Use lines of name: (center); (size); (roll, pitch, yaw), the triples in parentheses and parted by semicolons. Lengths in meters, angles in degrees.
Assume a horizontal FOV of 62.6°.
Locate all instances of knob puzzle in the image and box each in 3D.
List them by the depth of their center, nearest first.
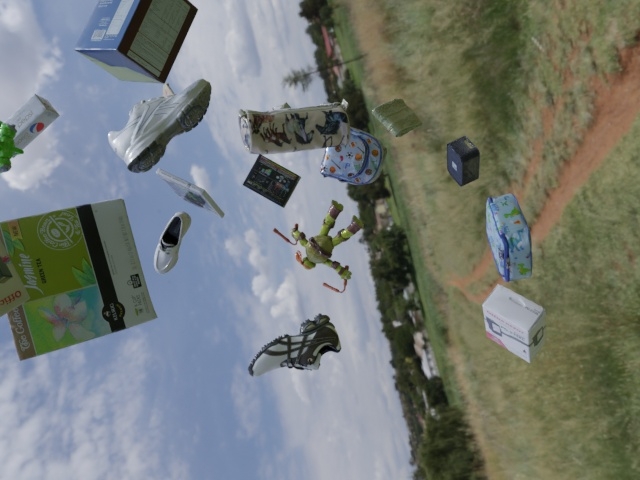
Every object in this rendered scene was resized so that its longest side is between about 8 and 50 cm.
knob puzzle: (-0.597, -0.542, 2.121); (0.213, 0.030, 0.213); (46, 144, 48)

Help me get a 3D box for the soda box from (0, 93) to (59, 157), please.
soda box: (-0.960, -0.369, 1.704); (0.074, 0.216, 0.069); (50, -177, 9)

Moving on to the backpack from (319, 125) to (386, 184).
backpack: (0.144, -0.365, 2.281); (0.213, 0.263, 0.277); (-44, -31, -70)

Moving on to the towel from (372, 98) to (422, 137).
towel: (0.210, -0.335, 1.425); (0.110, 0.027, 0.148); (48, -135, 10)

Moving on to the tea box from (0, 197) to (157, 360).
tea box: (-0.635, 0.098, 1.356); (0.220, 0.323, 0.329); (-19, 88, 64)

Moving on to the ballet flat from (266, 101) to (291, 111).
ballet flat: (-0.199, -0.535, 2.222); (0.052, 0.168, 0.057); (57, -156, -26)

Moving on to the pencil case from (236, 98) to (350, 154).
pencil case: (-0.098, -0.416, 1.923); (0.160, 0.410, 0.184); (-120, 26, -52)

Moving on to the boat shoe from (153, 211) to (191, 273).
boat shoe: (-0.583, 0.014, 2.037); (0.096, 0.268, 0.088); (31, -169, 2)

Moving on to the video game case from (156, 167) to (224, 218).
video game case: (-0.398, -0.142, 1.627); (0.022, 0.173, 0.190); (-61, -17, -14)

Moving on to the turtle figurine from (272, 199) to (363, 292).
turtle figurine: (0.000, 0.000, 1.427); (0.269, 0.217, 0.087); (42, -160, 14)

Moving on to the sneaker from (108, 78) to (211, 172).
sneaker: (-0.388, -0.303, 1.281); (0.129, 0.297, 0.111); (41, 163, 8)

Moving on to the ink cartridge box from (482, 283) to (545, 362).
ink cartridge box: (0.636, 0.274, 1.727); (0.172, 0.100, 0.237); (32, 161, 37)

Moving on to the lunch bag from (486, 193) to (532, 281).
lunch bag: (0.519, -0.005, 1.456); (0.219, 0.090, 0.176); (-90, -16, -45)

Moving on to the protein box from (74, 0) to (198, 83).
protein box: (-0.431, -0.495, 1.233); (0.136, 0.199, 0.201); (31, -101, -51)

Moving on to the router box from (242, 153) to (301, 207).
router box: (-0.124, -0.151, 1.340); (0.092, 0.122, 0.038); (-60, -3, 1)

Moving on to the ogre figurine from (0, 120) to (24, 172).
ogre figurine: (-0.921, -0.263, 1.498); (0.097, 0.118, 0.197); (58, -143, -55)

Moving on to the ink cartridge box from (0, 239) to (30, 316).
ink cartridge box: (-0.643, 0.052, 0.929); (0.154, 0.093, 0.212); (-53, -50, -64)

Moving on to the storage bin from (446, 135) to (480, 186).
storage bin: (0.596, -0.330, 2.203); (0.180, 0.084, 0.122); (72, 172, -52)

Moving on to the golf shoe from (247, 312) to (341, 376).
golf shoe: (-0.049, 0.231, 1.058); (0.094, 0.198, 0.077); (55, 168, 23)
